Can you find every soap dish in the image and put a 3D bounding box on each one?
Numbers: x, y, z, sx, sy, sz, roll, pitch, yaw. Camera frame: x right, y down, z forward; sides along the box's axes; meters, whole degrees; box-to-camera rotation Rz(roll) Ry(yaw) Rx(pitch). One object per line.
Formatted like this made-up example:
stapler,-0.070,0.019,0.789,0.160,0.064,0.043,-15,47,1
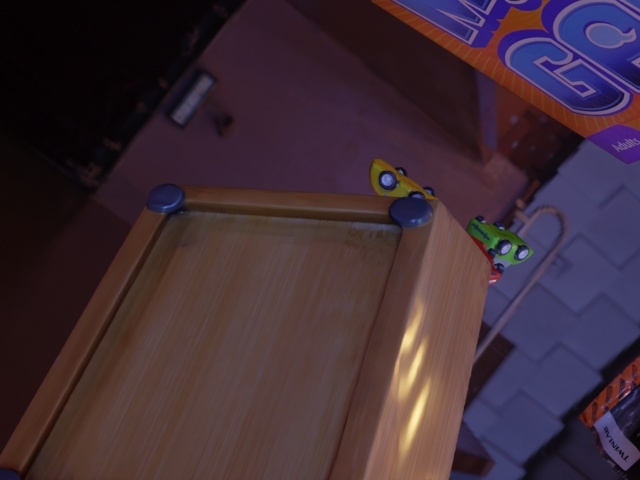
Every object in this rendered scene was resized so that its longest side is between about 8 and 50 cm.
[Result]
soap dish,-0.040,0.089,0.555,0.229,0.118,0.290,5,-134,17

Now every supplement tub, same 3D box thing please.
supplement tub,0.624,0.369,1.698,0.207,0.338,0.207,-39,160,-17

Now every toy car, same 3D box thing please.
toy car,0.176,0.000,1.203,0.053,0.225,0.239,-56,-133,18

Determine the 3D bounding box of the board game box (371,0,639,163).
board game box,0.246,-0.322,0.733,0.356,0.357,0.356,-60,-174,-10
